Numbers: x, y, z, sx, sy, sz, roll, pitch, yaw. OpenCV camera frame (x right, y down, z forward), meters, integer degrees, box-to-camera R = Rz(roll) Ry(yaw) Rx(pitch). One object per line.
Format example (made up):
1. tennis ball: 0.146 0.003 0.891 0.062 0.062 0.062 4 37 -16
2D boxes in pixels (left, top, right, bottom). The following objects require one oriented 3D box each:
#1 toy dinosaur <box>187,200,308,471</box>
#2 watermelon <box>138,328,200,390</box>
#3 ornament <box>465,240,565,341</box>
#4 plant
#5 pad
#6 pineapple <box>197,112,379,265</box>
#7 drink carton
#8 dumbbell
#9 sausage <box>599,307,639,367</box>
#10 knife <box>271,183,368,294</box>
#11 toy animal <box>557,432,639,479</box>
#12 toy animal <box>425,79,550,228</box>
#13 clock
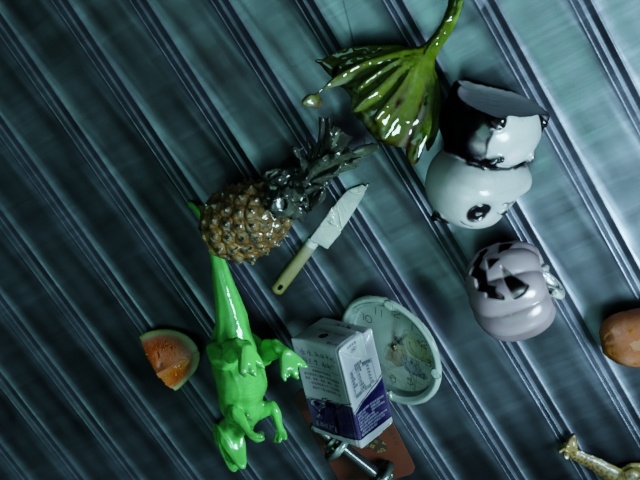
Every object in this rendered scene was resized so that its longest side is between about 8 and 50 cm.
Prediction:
1. toy dinosaur: -0.196 0.200 1.987 0.374 0.144 0.500 -42 68 56
2. watermelon: -0.324 0.244 2.015 0.135 0.094 0.125 33 126 2
3. ornament: 0.344 0.087 1.731 0.177 0.177 0.178 5 116 11
4. plant: 0.163 -0.293 1.605 0.251 0.180 0.333 38 115 -18
5. pad: 0.071 0.401 2.041 0.181 0.004 0.267 -21 108 21
6. pineapple: -0.053 -0.093 1.752 0.364 0.165 0.165 -34 103 26
7. drink carton: 0.041 0.272 1.902 0.134 0.102 0.222 11 122 46
8. dumbbell: 0.080 0.453 2.015 0.254 0.081 0.081 38 118 -5
9. sausage: 0.627 0.164 1.734 0.259 0.113 0.114 -12 111 18
10. knife: 0.000 -0.001 1.862 0.047 0.017 0.298 34 114 -6
11. toy animal: 0.601 0.446 1.905 0.275 0.054 0.149 1 113 14
12. toy animal: 0.270 -0.132 1.643 0.165 0.187 0.235 34 123 44
13. clock: 0.142 0.204 1.877 0.236 0.053 0.237 23 127 33
